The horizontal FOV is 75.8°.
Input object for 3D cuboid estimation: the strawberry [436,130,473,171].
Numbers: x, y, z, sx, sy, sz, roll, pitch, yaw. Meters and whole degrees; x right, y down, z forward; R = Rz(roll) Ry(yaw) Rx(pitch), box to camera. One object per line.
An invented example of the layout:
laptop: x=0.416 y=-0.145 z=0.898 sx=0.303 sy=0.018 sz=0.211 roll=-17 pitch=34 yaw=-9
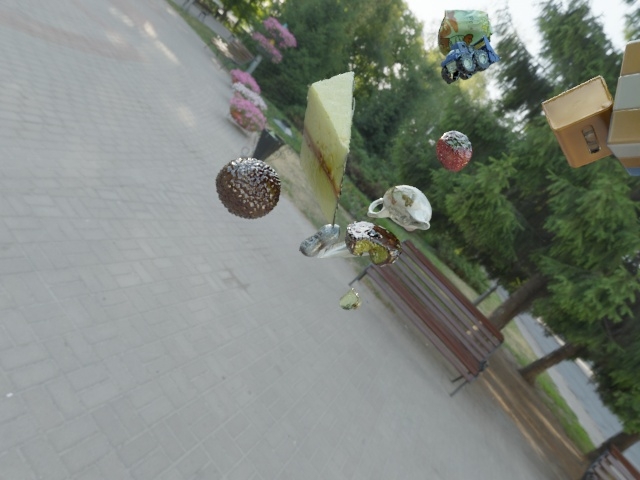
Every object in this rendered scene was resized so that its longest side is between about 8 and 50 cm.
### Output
strawberry: x=0.352 y=-0.234 z=1.092 sx=0.106 sy=0.106 sz=0.106 roll=40 pitch=16 yaw=-14

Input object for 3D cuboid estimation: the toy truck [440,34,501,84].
toy truck: x=0.546 y=-0.668 z=1.513 sx=0.113 sy=0.208 sz=0.126 roll=-6 pitch=-78 yaw=64

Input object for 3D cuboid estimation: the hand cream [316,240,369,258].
hand cream: x=0.139 y=0.030 z=1.760 sx=0.140 sy=0.314 sz=0.089 roll=-54 pitch=134 yaw=-73

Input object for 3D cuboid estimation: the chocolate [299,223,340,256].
chocolate: x=0.000 y=0.000 z=2.161 sx=0.110 sy=0.248 sz=0.110 roll=51 pitch=4 yaw=-5

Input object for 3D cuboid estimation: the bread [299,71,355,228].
bread: x=0.080 y=-0.319 z=1.465 sx=0.242 sy=0.346 sz=0.405 roll=-18 pitch=61 yaw=-26

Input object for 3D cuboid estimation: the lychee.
lychee: x=-0.270 y=-0.194 z=1.512 sx=0.236 sy=0.236 sz=0.271 roll=51 pitch=7 yaw=26

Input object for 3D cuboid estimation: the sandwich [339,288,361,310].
sandwich: x=0.127 y=0.260 z=1.736 sx=0.035 sy=0.093 sz=0.105 roll=44 pitch=2 yaw=-26

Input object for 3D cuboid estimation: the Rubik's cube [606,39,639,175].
Rubik's cube: x=1.137 y=-0.405 z=1.256 sx=0.346 sy=0.347 sz=0.344 roll=15 pitch=-2 yaw=-41

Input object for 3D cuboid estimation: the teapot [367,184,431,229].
teapot: x=0.331 y=-0.126 z=1.647 sx=0.298 sy=0.139 sz=0.204 roll=14 pitch=-30 yaw=48

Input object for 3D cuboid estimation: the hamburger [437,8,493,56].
hamburger: x=0.576 y=-0.809 z=1.662 sx=0.214 sy=0.235 sz=0.125 roll=18 pitch=56 yaw=11

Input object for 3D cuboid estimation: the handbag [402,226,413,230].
handbag: x=0.468 y=-0.158 z=2.168 sx=0.205 sy=0.116 sz=0.179 roll=51 pitch=-24 yaw=22

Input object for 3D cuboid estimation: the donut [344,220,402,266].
donut: x=0.197 y=0.013 z=1.581 sx=0.230 sy=0.096 sz=0.216 roll=15 pitch=26 yaw=-7

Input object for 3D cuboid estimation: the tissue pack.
tissue pack: x=0.942 y=-0.408 z=1.460 sx=0.274 sy=0.194 sz=0.145 roll=28 pitch=48 yaw=-42
